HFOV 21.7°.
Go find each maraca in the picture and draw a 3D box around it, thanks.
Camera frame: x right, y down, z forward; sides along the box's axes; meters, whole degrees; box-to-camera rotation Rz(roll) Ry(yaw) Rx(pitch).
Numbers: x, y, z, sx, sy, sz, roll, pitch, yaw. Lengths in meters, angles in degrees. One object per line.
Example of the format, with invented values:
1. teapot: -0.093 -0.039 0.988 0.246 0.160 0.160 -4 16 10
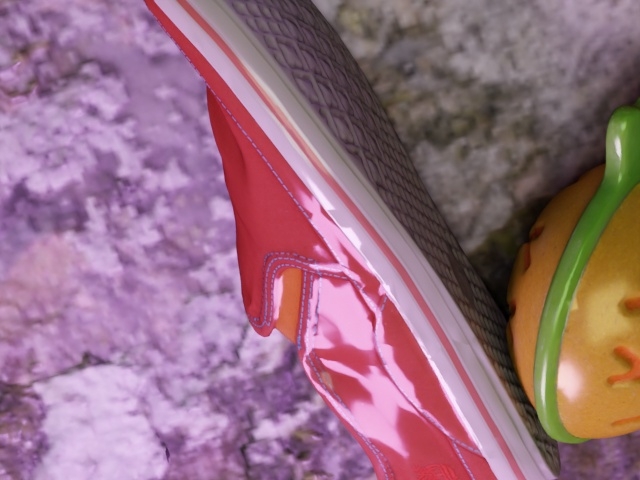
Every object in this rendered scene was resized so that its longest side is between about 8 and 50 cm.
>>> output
1. maraca: 0.144 0.007 0.767 0.099 0.127 0.186 23 107 31

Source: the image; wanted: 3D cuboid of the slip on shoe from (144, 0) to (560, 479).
1. slip on shoe: 0.000 0.000 0.766 0.101 0.123 0.331 -24 115 15
